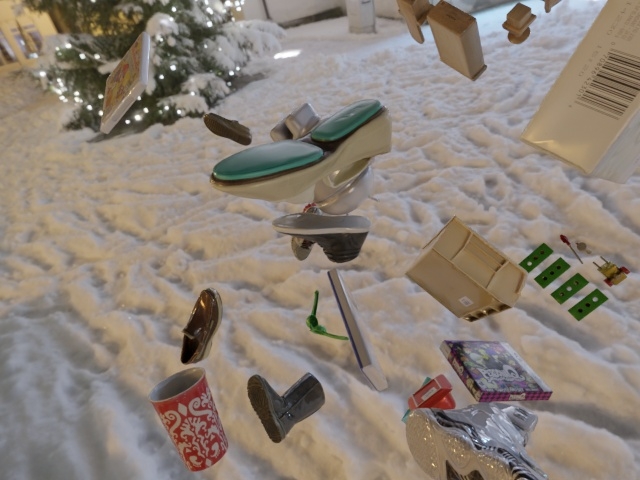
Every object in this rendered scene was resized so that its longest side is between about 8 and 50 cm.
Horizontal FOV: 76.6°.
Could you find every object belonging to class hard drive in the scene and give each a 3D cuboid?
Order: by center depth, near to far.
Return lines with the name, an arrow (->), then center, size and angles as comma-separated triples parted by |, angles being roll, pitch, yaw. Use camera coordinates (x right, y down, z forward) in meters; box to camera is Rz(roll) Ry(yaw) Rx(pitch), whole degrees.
hard drive -> 0.107, 0.262, 1.203 | 0.040, 0.210, 0.318 | -24, 50, 5

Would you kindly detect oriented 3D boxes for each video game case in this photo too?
video game case -> -0.536, -0.434, 1.111 | 0.206, 0.026, 0.226 | -32, 53, 28
video game case -> 0.491, 0.365, 1.150 | 0.232, 0.041, 0.210 | 6, 24, -16

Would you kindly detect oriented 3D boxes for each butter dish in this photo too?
butter dish -> 0.386, 0.545, 1.340 | 0.160, 0.118, 0.160 | -39, -3, 2

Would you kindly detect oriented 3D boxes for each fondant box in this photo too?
fondant box -> 0.420, -0.204, 0.536 | 0.330, 0.238, 0.096 | -7, 40, -48

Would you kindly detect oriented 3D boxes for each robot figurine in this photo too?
robot figurine -> 0.017, -0.216, 1.170 | 0.300, 0.353, 0.199 | -24, 24, 47

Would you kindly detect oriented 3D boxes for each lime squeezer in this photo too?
lime squeezer -> 0.007, 0.311, 1.519 | 0.110, 0.058, 0.310 | -32, 32, -5

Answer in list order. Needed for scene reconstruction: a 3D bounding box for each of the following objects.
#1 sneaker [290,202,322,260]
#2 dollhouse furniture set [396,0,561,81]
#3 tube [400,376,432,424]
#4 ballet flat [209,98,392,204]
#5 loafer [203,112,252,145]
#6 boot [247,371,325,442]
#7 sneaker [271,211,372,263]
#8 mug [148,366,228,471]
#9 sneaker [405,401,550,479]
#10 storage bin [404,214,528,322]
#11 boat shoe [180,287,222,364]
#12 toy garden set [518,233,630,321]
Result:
sneaker -> -0.049, -0.019, 1.443 | 0.088, 0.225, 0.092 | 6, 32, -17
dollhouse furniture set -> 0.406, -0.572, 0.905 | 0.355, 0.174, 0.303 | -47, 62, 10
tube -> 0.399, 0.651, 1.632 | 0.207, 0.080, 0.052 | -52, 28, -15
ballet flat -> -0.006, -0.087, 0.467 | 0.249, 0.086, 0.086 | -32, 36, -28
loafer -> -0.264, -0.325, 1.168 | 0.056, 0.148, 0.050 | -40, 30, 48
boot -> -0.082, 0.403, 1.076 | 0.076, 0.189, 0.209 | -21, 1, 39
sneaker -> 0.000, 0.000, 1.228 | 0.296, 0.146, 0.104 | 2, 35, -7
mug -> -0.255, 0.355, 0.829 | 0.113, 0.169, 0.150 | -18, 10, 6
sneaker -> 0.328, 0.378, 0.676 | 0.210, 0.137, 0.366 | -2, 6, -26
storage bin -> 0.412, 0.098, 1.179 | 0.260, 0.262, 0.123 | 40, 70, 9
boat shoe -> -0.370, 0.270, 1.234 | 0.095, 0.257, 0.095 | 22, 18, 25
toy garden set -> 0.802, 0.098, 1.282 | 0.204, 0.049, 0.244 | -47, 56, 18
